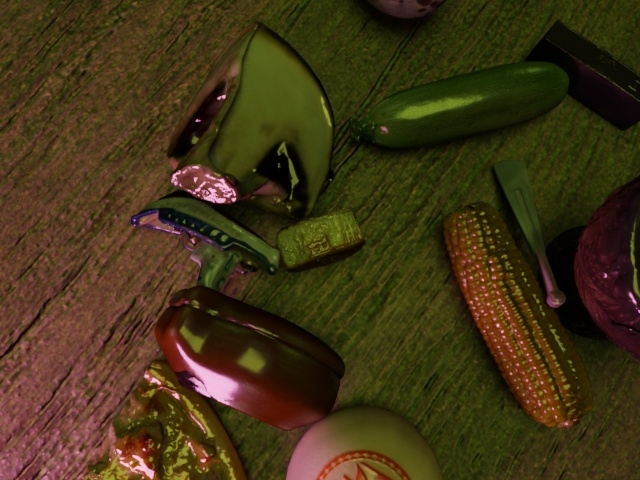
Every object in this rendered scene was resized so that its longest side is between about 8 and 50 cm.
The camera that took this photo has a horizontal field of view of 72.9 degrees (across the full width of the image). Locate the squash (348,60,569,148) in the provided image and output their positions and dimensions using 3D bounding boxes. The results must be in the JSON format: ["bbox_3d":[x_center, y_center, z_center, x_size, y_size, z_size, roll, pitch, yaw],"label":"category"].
[{"bbox_3d":[0.243,-0.226,0.729,0.395,0.107,0.107,-13,81,-3],"label":"squash"}]

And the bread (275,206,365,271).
[{"bbox_3d":[0.000,0.000,0.677,0.140,0.128,0.069,-15,81,1],"label":"bread"}]

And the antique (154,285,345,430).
[{"bbox_3d":[-0.095,0.170,0.605,0.278,0.223,0.129,36,64,-27],"label":"antique"}]

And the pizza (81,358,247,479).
[{"bbox_3d":[-0.235,0.353,0.639,0.223,0.089,0.323,-29,81,-8],"label":"pizza"}]

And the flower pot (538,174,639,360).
[{"bbox_3d":[0.462,0.048,0.604,0.266,0.267,0.266,0,81,1],"label":"flower pot"}]

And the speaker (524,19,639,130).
[{"bbox_3d":[0.471,-0.283,0.755,0.218,0.082,0.044,38,81,4],"label":"speaker"}]

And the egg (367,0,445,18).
[{"bbox_3d":[0.132,-0.486,0.742,0.231,0.169,0.169,40,82,17],"label":"egg"}]

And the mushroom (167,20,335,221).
[{"bbox_3d":[-0.107,-0.149,0.701,0.217,0.212,0.292,35,49,-36],"label":"mushroom"}]

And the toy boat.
[{"bbox_3d":[-0.187,0.008,0.673,0.262,0.114,0.115,30,71,20],"label":"toy boat"}]

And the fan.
[{"bbox_3d":[0.335,-0.024,0.684,0.057,0.023,0.282,-2,56,-2],"label":"fan"}]

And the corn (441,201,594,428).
[{"bbox_3d":[0.295,0.108,0.669,0.120,0.120,0.363,-21,77,-4],"label":"corn"}]

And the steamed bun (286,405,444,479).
[{"bbox_3d":[0.065,0.359,0.608,0.232,0.145,0.232,0,80,-1],"label":"steamed bun"}]
